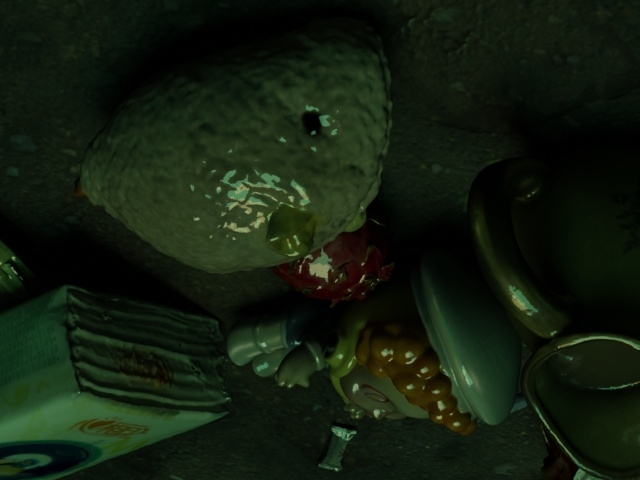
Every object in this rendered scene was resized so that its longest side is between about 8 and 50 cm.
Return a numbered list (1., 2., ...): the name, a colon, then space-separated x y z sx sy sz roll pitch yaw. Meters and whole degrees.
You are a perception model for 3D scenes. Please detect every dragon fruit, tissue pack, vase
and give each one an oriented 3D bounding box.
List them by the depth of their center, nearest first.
1. vase: 0.265 0.043 1.543 0.329 0.302 0.241 34 134 -28
2. dragon fruit: 0.000 0.000 1.673 0.166 0.133 0.136 17 96 -10
3. tissue pack: -0.346 0.195 1.866 0.388 0.162 0.287 -23 157 31

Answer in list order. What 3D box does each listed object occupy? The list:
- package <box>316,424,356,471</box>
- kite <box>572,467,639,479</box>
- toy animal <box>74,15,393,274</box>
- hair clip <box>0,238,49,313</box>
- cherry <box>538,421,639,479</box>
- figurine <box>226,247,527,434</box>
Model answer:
1. package: 0.022 0.288 2.093 0.037 0.015 0.110 11 142 -6
2. kite: 0.381 0.243 1.832 0.169 0.015 0.310 6 99 -7
3. toy animal: -0.085 -0.077 1.524 0.358 0.188 0.226 -15 101 24
4. hair clip: -0.447 -0.013 1.741 0.138 0.091 0.321 -23 137 20
5. cherry: 0.396 0.301 1.942 0.250 0.175 0.192 -4 104 -11
6. figurine: 0.051 0.106 1.758 0.382 0.205 0.224 5 158 28
